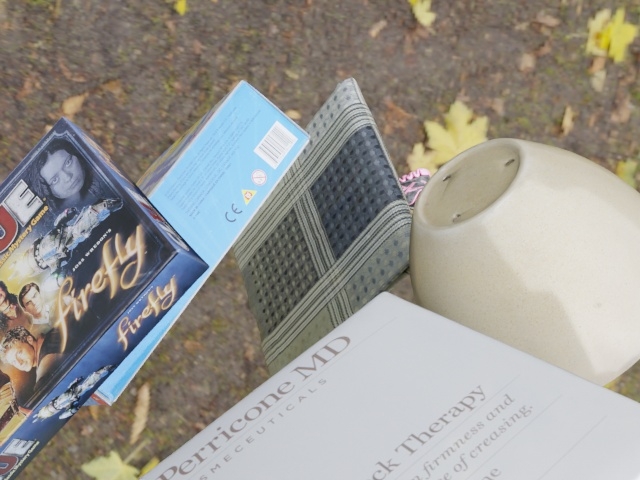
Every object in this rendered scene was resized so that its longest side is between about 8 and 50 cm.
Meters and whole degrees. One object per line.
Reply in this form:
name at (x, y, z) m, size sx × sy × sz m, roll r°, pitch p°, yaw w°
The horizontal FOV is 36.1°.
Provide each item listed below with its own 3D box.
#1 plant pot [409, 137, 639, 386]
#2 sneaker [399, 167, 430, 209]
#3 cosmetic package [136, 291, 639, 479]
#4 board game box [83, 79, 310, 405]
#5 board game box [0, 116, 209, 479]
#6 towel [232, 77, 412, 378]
plant pot at (0.201, 0.007, 1.018) m, size 0.284 × 0.284 × 0.191 m, roll -49°, pitch 118°, yaw -13°
sneaker at (0.127, -0.068, 1.544) m, size 0.119 × 0.057 × 0.047 m, roll -24°, pitch 155°, yaw -3°
cosmetic package at (0.102, 0.303, 0.842) m, size 0.329 × 0.394 × 0.327 m, roll -36°, pitch 116°, yaw -18°
board game box at (-0.180, 0.018, 0.978) m, size 0.086 × 0.302 × 0.308 m, roll 40°, pitch 66°, yaw -13°
board game box at (-0.214, 0.052, 0.698) m, size 0.243 × 0.165 × 0.042 m, roll -48°, pitch 148°, yaw 3°
towel at (0.000, 0.000, 1.309) m, size 0.056 × 0.312 × 0.324 m, roll 12°, pitch 134°, yaw -37°
